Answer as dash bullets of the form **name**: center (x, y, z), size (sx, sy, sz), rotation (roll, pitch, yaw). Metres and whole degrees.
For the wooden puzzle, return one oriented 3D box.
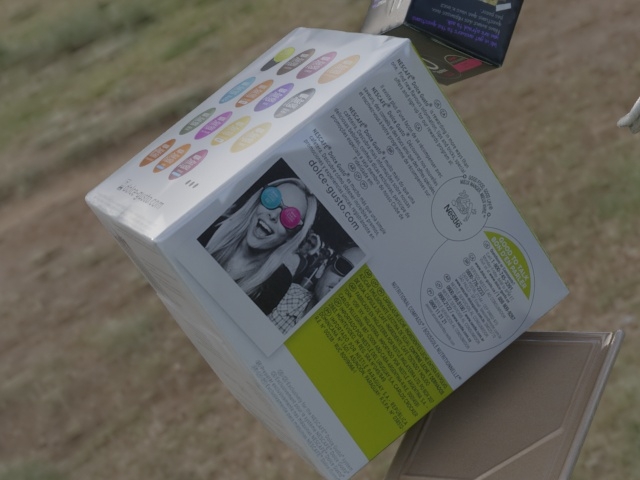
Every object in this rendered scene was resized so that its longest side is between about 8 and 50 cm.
- **wooden puzzle**: center (0.195, 0.187, 1.711), size (0.239, 0.044, 0.221), rotation (-6, 44, 41)

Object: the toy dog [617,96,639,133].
- **toy dog**: center (0.263, -0.250, 1.164), size (0.220, 0.161, 0.333), rotation (-45, -14, -28)

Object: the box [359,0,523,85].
- **box**: center (0.174, -0.349, 2.015), size (0.270, 0.143, 0.165), rotation (-70, 17, -10)

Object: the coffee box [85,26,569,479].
- **coffee box**: center (0.000, 0.000, 1.766), size (0.334, 0.338, 0.337), rotation (-39, 20, -10)
